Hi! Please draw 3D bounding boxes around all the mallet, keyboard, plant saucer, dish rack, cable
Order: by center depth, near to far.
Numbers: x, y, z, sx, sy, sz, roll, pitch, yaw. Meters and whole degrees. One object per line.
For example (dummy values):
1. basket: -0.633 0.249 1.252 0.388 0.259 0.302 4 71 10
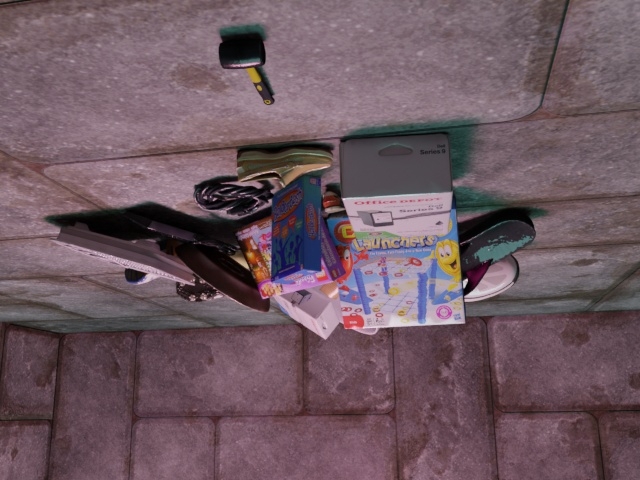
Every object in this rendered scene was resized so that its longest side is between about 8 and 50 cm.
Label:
1. mallet: -0.105 -0.241 0.983 0.062 0.039 0.189 -1 169 1
2. cable: -0.194 -0.101 1.501 0.184 0.047 0.151 -10 158 41
3. keyboard: -0.335 -0.008 1.723 0.202 0.033 0.317 17 178 35
4. dish rack: -0.513 0.033 1.785 0.333 0.072 0.285 14 169 18
5. plant saucer: -0.257 0.089 1.838 0.311 0.050 0.310 35 -177 -2

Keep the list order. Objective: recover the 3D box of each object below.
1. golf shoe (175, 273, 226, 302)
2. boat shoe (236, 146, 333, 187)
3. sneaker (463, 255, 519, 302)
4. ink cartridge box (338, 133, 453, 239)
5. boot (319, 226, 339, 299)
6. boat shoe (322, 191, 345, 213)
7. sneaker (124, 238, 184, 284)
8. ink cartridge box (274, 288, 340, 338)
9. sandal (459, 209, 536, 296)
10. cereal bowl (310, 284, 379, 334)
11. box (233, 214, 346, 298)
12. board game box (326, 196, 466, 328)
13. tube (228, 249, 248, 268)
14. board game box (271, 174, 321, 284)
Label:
1. golf shoe: -0.387 0.173 2.413 0.273 0.105 0.120 -3 172 11
2. boat shoe: -0.068 -0.137 1.295 0.190 0.072 0.068 -3 165 9
3. sneaker: 0.355 0.088 1.989 0.448 0.169 0.257 -4 167 20
4. ink cartridge box: 0.156 -0.100 1.353 0.211 0.121 0.289 -4 165 9
5. boot: 0.000 0.001 1.762 0.211 0.295 0.104 -52 178 29
6. boat shoe: 0.030 -0.087 1.548 0.049 0.043 0.137 -15 177 8
7. sneaker: -0.477 0.078 2.020 0.296 0.111 0.131 -13 161 41
8. ink cartridge box: -0.047 0.203 2.057 0.191 0.082 0.139 28 157 30
9. sandal: 0.382 0.073 1.808 0.168 0.107 0.446 25 136 -25
10. cereal bowl: 0.070 0.122 1.999 0.339 0.141 0.339 34 162 13
11. box: -0.084 0.027 1.672 0.057 0.200 0.293 -28 -174 -41
12. board game box: 0.190 0.060 1.634 0.308 0.301 0.086 -5 -158 13
13. tube: -0.281 0.065 2.094 0.240 0.062 0.070 -6 125 37
14. board game box: -0.055 -0.020 1.474 0.047 0.210 0.160 9 162 -29
